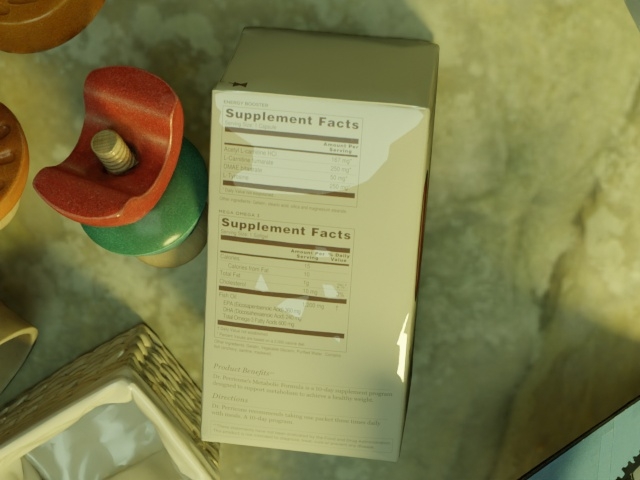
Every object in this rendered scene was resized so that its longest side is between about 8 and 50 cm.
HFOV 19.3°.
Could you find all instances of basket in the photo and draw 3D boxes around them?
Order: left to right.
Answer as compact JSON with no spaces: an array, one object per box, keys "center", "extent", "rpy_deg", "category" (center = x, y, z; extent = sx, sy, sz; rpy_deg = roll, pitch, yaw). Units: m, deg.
[{"center":[-0.160,0.151,1.321],"extent":[0.167,0.103,0.113],"rpy_deg":[-31,108,17],"category":"basket"}]

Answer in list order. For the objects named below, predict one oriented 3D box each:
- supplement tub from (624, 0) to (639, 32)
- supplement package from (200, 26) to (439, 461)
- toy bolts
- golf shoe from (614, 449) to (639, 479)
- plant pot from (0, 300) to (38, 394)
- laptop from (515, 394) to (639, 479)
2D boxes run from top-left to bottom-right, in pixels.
[{"center":[0.348,-0.174,1.060],"extent":[0.331,0.241,0.241],"rpy_deg":[-29,108,16],"category":"supplement tub"},{"center":[0.000,0.000,1.222],"extent":[0.133,0.139,0.244],"rpy_deg":[6,114,4],"category":"supplement package"},{"center":[-0.159,-0.076,1.218],"extent":[0.228,0.158,0.218],"rpy_deg":[25,75,22],"category":"toy bolts"},{"center":[0.202,0.210,1.131],"extent":[0.077,0.094,0.198],"rpy_deg":[20,101,-30],"category":"golf shoe"},{"center":[-0.375,0.055,1.242],"extent":[0.274,0.256,0.256],"rpy_deg":[44,111,4],"category":"plant pot"},{"center":[0.281,0.310,1.279],"extent":[0.407,0.236,0.382],"rpy_deg":[3,114,4],"category":"laptop"}]
